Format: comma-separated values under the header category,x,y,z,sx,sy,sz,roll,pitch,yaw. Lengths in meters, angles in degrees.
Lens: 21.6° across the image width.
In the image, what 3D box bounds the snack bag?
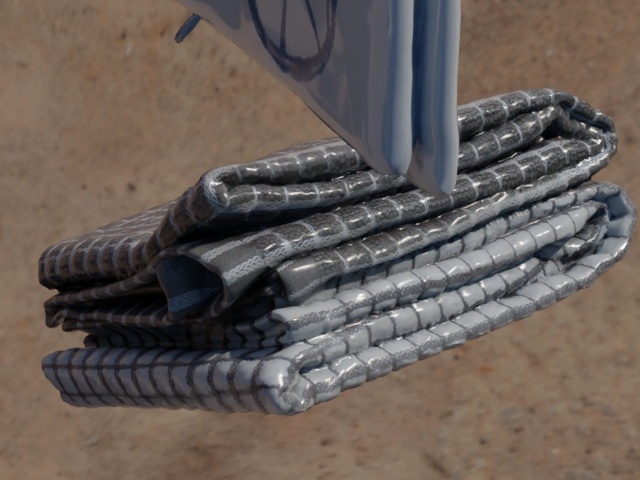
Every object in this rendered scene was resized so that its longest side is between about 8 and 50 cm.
category,x,y,z,sx,sy,sz,roll,pitch,yaw
snack bag,-0.034,-0.217,0.551,0.037,0.342,0.323,-11,116,-21

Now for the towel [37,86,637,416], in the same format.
category,x,y,z,sx,sy,sz,roll,pitch,yaw
towel,0.000,0.000,0.939,0.284,0.235,0.121,-19,97,-35
